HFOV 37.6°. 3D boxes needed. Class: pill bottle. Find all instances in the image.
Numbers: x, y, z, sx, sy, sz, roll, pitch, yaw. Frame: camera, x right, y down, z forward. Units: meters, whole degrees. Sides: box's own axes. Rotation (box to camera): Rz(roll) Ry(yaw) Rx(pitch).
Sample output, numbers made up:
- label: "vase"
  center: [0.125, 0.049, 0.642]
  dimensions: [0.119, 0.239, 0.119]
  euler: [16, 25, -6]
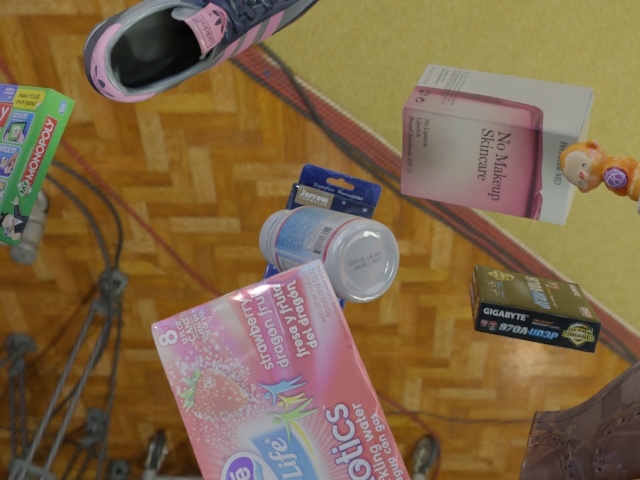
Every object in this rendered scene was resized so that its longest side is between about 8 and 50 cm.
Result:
- label: "pill bottle"
  center: [0.003, 0.010, 0.993]
  dimensions: [0.087, 0.087, 0.160]
  euler: [41, 166, -33]

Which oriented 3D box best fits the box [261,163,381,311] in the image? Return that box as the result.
- label: "box"
  center: [0.000, 0.000, 1.469]
  dimensions: [0.136, 0.225, 0.036]
  euler: [17, 177, 9]

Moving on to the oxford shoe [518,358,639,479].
- label: "oxford shoe"
  center: [0.260, 0.114, 0.591]
  dimensions: [0.130, 0.132, 0.364]
  euler: [25, 143, -30]

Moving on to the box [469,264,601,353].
- label: "box"
  center: [0.321, 0.101, 1.441]
  dimensions: [0.175, 0.220, 0.051]
  euler: [11, 104, 5]

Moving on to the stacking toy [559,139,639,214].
- label: "stacking toy"
  center: [0.391, -0.047, 0.962]
  dimensions: [0.302, 0.166, 0.175]
  euler: [19, 135, 23]

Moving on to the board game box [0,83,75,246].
- label: "board game box"
  center: [-0.491, -0.121, 1.346]
  dimensions: [0.317, 0.213, 0.046]
  euler: [12, 170, 43]

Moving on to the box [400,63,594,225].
- label: "box"
  center: [0.236, -0.132, 1.273]
  dimensions: [0.232, 0.127, 0.148]
  euler: [12, 131, 18]

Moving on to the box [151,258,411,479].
- label: "box"
  center: [-0.008, 0.185, 0.737]
  dimensions: [0.142, 0.300, 0.154]
  euler: [-21, 170, -4]

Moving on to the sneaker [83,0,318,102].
- label: "sneaker"
  center: [-0.094, -0.233, 0.960]
  dimensions: [0.319, 0.131, 0.112]
  euler: [-33, 115, 0]
